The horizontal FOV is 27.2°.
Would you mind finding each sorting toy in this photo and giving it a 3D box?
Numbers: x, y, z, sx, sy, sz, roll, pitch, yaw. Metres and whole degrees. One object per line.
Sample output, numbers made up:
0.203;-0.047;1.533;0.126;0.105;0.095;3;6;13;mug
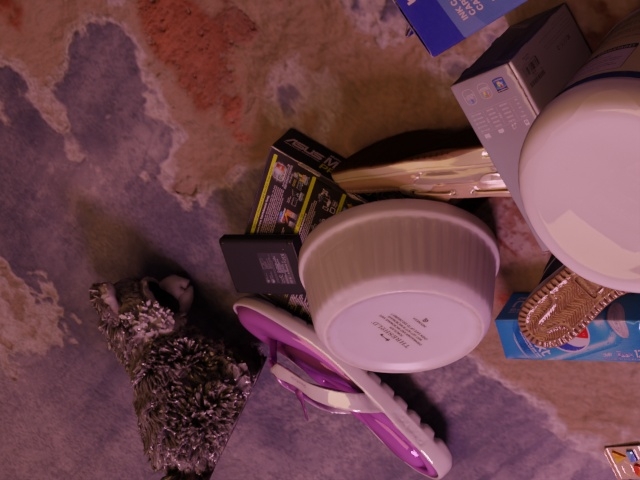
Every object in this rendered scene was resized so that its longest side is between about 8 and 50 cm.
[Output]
0.445;0.328;1.880;0.062;0.012;0.083;-15;111;39;sorting toy

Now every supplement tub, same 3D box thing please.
0.371;-0.118;1.403;0.235;0.325;0.235;18;129;23;supplement tub

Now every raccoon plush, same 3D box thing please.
-0.282;0.255;2.053;0.299;0.446;0.216;25;146;0;raccoon plush

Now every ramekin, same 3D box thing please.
0.108;0.071;1.761;0.273;0.127;0.273;-1;145;-1;ramekin

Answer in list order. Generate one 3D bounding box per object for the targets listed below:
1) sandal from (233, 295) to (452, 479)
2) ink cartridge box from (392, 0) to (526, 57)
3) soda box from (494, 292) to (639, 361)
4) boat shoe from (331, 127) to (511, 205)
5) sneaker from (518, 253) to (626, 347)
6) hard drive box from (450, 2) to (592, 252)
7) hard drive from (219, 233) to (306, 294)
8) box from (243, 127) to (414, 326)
0.020;0.235;2.002;0.416;0.102;0.169;38;160;4;sandal
0.228;-0.349;1.377;0.395;0.270;0.151;-26;101;42;ink cartridge box
0.345;0.114;1.758;0.210;0.071;0.067;-3;119;35;soda box
0.154;-0.085;1.728;0.302;0.109;0.098;-7;115;31;boat shoe
0.370;0.013;1.634;0.099;0.153;0.282;48;123;-2;sneaker
0.276;-0.133;1.558;0.089;0.181;0.232;-20;107;41;hard drive box
-0.079;0.035;1.937;0.135;0.022;0.094;0;120;34;hard drive
0.000;0.000;1.919;0.216;0.060;0.270;31;132;13;box
